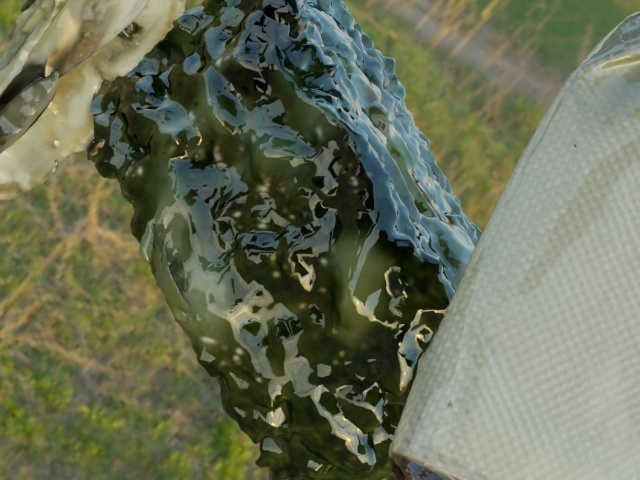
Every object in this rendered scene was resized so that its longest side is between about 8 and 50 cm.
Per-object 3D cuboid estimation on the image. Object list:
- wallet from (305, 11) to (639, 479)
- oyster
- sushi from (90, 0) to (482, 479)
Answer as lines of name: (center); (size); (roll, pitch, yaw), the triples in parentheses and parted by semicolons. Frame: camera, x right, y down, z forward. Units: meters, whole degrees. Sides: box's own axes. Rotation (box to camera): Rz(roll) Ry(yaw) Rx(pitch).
wallet: (0.186, 0.056, 0.545); (0.335, 0.274, 0.068); (26, -12, -16)
oyster: (-0.088, -0.079, 0.453); (0.061, 0.200, 0.106); (44, 8, 8)
sushi: (0.000, 0.000, 0.838); (0.352, 0.178, 0.294); (62, 11, 5)
